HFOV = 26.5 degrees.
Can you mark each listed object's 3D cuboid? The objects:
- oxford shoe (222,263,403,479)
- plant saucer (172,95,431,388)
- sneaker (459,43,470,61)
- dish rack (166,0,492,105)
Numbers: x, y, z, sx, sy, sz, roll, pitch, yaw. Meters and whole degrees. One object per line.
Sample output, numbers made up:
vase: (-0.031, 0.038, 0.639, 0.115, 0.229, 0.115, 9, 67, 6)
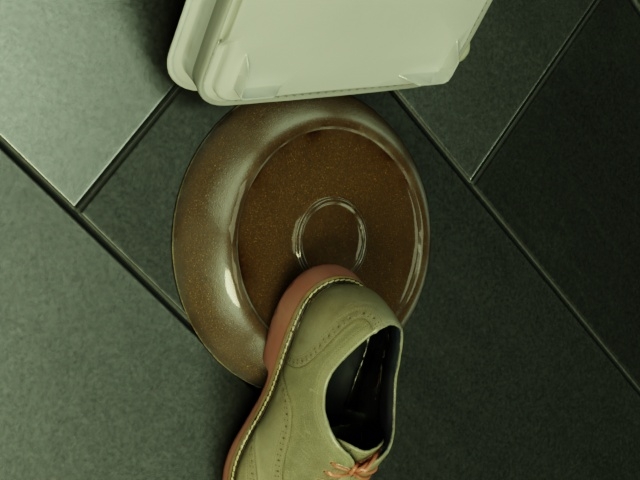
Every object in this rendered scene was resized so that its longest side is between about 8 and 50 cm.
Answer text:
oxford shoe: (-0.005, 0.205, 1.271, 0.123, 0.130, 0.348, -1, 110, -31)
plant saucer: (0.000, 0.000, 1.344, 0.310, 0.050, 0.311, -2, 94, -36)
sneaker: (0.123, -0.255, 1.399, 0.057, 0.075, 0.161, -36, 112, -28)
dish rack: (0.044, -0.229, 1.237, 0.333, 0.285, 0.072, -9, 54, -32)
